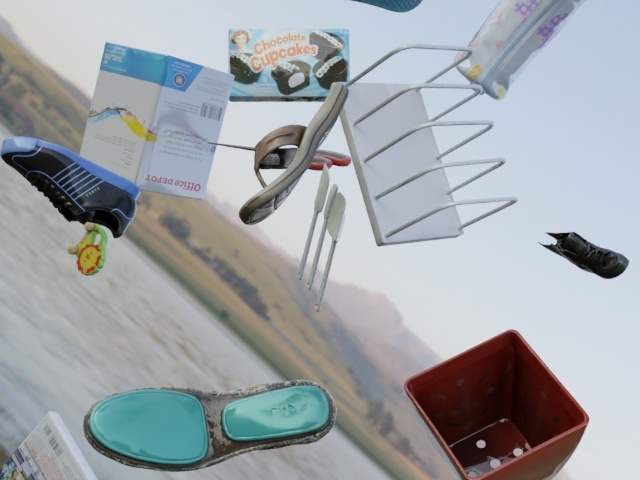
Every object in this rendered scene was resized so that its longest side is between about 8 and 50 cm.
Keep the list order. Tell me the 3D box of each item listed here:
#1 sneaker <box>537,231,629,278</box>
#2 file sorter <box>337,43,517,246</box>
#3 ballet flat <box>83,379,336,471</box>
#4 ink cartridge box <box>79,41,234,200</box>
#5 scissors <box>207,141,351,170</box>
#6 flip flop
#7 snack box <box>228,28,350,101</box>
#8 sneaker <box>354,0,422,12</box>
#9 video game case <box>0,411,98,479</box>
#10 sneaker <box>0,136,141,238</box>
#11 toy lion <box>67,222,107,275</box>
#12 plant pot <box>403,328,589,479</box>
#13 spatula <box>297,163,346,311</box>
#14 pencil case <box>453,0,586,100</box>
[{"bbox_3d":[0.477,0.022,1.849,0.089,0.051,0.170,36,-8,-19],"label":"sneaker"},{"bbox_3d":[0.174,-0.154,1.635,0.173,0.192,0.278,-27,-106,48],"label":"file sorter"},{"bbox_3d":[-0.211,0.366,1.974,0.182,0.482,0.164,116,-32,-65],"label":"ballet flat"},{"bbox_3d":[-0.337,-0.241,2.078,0.197,0.270,0.198,19,7,38],"label":"ink cartridge box"},{"bbox_3d":[-0.080,-0.175,2.028,0.297,0.109,0.021,13,-66,31],"label":"scissors"},{"bbox_3d":[-0.047,-0.132,1.458,0.080,0.277,0.112,33,-27,-4],"label":"flip flop"},{"bbox_3d":[-0.083,-0.463,2.694,0.321,0.187,0.060,-1,-8,-3],"label":"snack box"},{"bbox_3d":[0.070,-0.623,2.231,0.318,0.127,0.208,14,42,-33],"label":"sneaker"},{"bbox_3d":[-0.414,0.391,1.527,0.201,0.183,0.023,47,10,33],"label":"video game case"},{"bbox_3d":[-0.398,-0.082,1.601,0.232,0.091,0.081,23,-29,-20],"label":"sneaker"},{"bbox_3d":[-0.483,0.021,2.152,0.096,0.100,0.034,39,6,34],"label":"toy lion"},{"bbox_3d":[0.352,0.388,2.049,0.267,0.267,0.236,55,-16,42],"label":"plant pot"},{"bbox_3d":[0.000,0.000,1.882,0.019,0.242,0.168,4,27,-22],"label":"spatula"},{"bbox_3d":[0.345,-0.363,1.699,0.113,0.273,0.124,30,26,-22],"label":"pencil case"}]
